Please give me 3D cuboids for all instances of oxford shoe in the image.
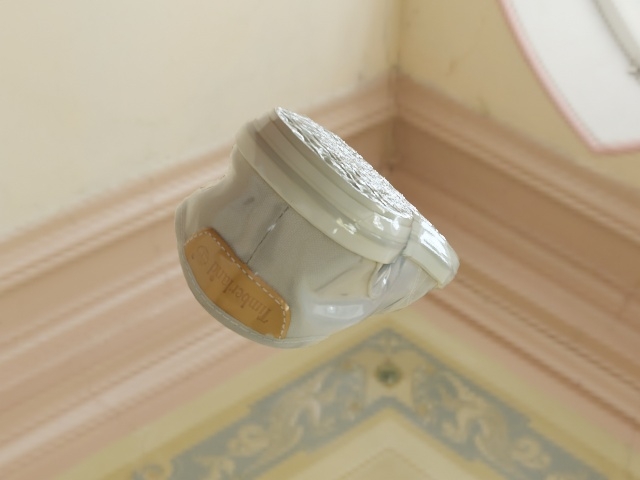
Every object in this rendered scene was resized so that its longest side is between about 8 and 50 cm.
[{"bbox_3d":[0.000,0.000,0.981,0.169,0.130,0.449,40,-173,8],"label":"oxford shoe"}]
